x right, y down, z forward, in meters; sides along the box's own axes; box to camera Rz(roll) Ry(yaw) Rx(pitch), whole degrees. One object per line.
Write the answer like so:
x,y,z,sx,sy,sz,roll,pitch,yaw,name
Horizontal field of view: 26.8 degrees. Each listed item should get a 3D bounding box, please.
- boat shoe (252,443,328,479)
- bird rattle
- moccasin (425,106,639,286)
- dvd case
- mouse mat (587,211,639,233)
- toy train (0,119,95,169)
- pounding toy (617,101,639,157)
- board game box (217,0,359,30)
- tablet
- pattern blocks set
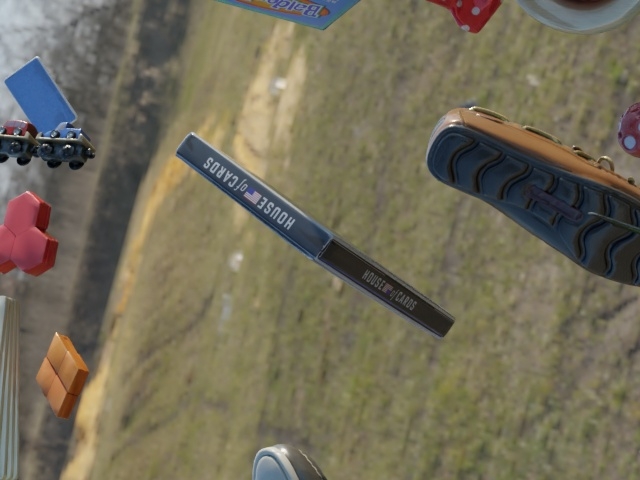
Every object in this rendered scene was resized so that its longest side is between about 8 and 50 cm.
0.028,0.344,1.297,0.112,0.095,0.335,-17,93,55,boat shoe
0.230,-0.287,1.298,0.253,0.207,0.143,-52,-5,23,bird rattle
0.321,-0.061,1.772,0.147,0.380,0.139,-55,-14,-57,moccasin
0.000,0.000,1.148,0.029,0.179,0.239,-54,-34,1,dvd case
0.374,0.002,1.441,0.190,0.153,0.007,13,-83,-66,mouse mat
-0.257,-0.084,1.134,0.027,0.158,0.036,57,-135,-57,toy train
0.349,-0.103,1.170,0.237,0.110,0.183,40,112,57,pounding toy
-0.021,-0.250,1.129,0.210,0.160,0.047,-26,57,61,board game box
-0.313,-0.158,1.507,0.054,0.083,0.006,-31,6,21,tablet
-0.336,0.138,1.220,0.026,0.285,0.325,32,-140,-57,pattern blocks set
